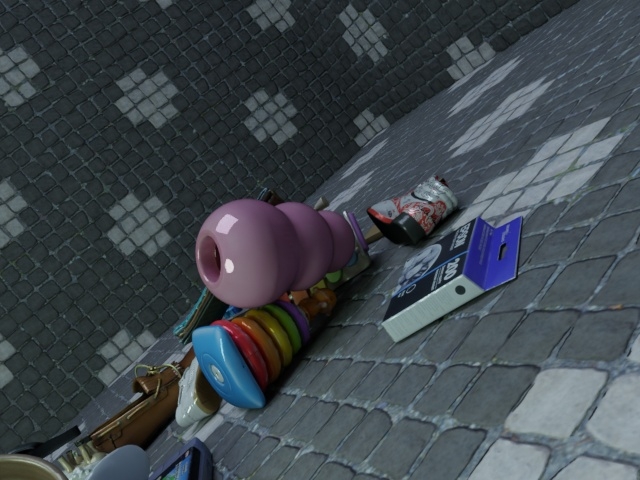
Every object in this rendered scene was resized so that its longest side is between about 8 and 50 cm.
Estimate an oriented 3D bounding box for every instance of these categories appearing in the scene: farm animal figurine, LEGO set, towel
[{"bbox_3d":[-0.570,0.559,1.336,0.326,0.172,0.330,-30,-2,-15],"label":"farm animal figurine"},{"bbox_3d":[-0.190,0.181,1.775,0.227,0.087,0.093,-34,11,30],"label":"LEGO set"},{"bbox_3d":[-0.191,0.057,1.406,0.370,0.040,0.271,-59,-5,-1],"label":"towel"}]

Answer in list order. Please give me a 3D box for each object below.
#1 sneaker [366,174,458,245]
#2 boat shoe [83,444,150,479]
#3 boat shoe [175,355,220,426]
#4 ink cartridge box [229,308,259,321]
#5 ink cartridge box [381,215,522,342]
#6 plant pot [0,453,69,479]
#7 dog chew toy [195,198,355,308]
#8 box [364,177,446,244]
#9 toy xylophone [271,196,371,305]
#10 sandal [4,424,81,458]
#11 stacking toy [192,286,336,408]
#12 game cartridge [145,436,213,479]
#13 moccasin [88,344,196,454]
[{"bbox_3d":[0.200,-0.069,1.341,0.145,0.090,0.270,-41,12,-5],"label":"sneaker"},{"bbox_3d":[-0.431,0.512,1.144,0.102,0.108,0.301,-32,20,39],"label":"boat shoe"},{"bbox_3d":[-0.278,0.323,1.408,0.096,0.098,0.277,-39,10,8],"label":"boat shoe"},{"bbox_3d":[-0.168,0.220,1.450,0.207,0.097,0.046,-32,13,49],"label":"ink cartridge box"},{"bbox_3d":[0.200,0.041,0.937,0.208,0.045,0.206,-34,10,30],"label":"ink cartridge box"},{"bbox_3d":[-0.467,0.483,0.892,0.263,0.263,0.229,-51,-28,-50],"label":"plant pot"},{"bbox_3d":[-0.069,0.015,1.217,0.331,0.207,0.206,-8,-13,-36],"label":"dog chew toy"},{"bbox_3d":[0.205,-0.071,1.545,0.164,0.021,0.201,-47,10,-37],"label":"box"},{"bbox_3d":[-0.029,0.043,1.433,0.322,0.236,0.081,-44,-31,21],"label":"toy xylophone"},{"bbox_3d":[-0.676,0.493,1.434,0.097,0.055,0.254,-32,-2,32],"label":"sandal"},{"bbox_3d":[-0.084,0.177,1.217,0.301,0.175,0.165,-33,6,-32],"label":"stacking toy"},{"bbox_3d":[-0.261,0.437,0.918,0.230,0.068,0.355,-46,9,-3],"label":"game cartridge"},{"bbox_3d":[-0.421,0.384,1.556,0.380,0.147,0.139,-46,10,-28],"label":"moccasin"}]
